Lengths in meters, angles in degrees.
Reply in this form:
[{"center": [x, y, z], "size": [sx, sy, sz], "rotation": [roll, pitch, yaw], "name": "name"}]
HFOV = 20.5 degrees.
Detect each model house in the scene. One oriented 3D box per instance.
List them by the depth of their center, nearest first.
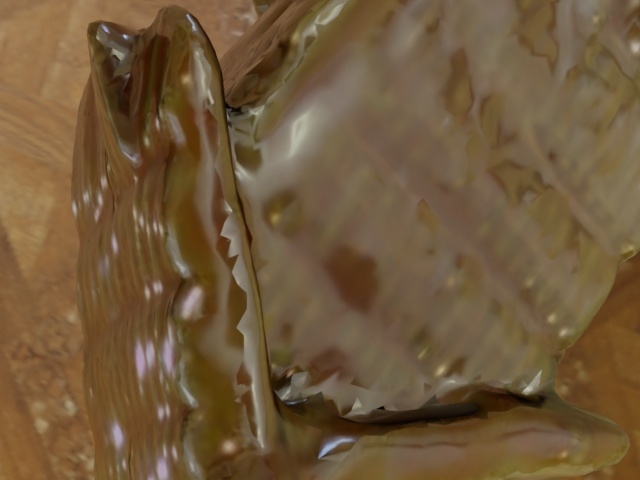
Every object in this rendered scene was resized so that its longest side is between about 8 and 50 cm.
[{"center": [0.001, -0.001, 0.552], "size": [0.219, 0.199, 0.229], "rotation": [45, 68, -20], "name": "model house"}]
